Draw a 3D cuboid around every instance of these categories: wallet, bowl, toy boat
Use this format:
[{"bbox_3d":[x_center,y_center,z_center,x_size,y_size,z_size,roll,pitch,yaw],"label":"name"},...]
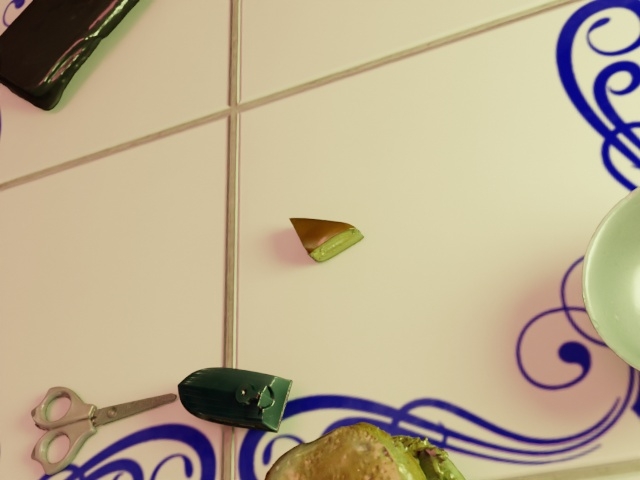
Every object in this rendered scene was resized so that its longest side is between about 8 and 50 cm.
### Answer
[{"bbox_3d":[-0.329,-0.363,1.317,0.197,0.051,0.378,31,81,39],"label":"wallet"},{"bbox_3d":[0.314,0.040,0.731,0.189,0.086,0.189,-12,61,23],"label":"bowl"},{"bbox_3d":[-0.092,0.156,0.906,0.141,0.060,0.055,1,65,36],"label":"toy boat"}]

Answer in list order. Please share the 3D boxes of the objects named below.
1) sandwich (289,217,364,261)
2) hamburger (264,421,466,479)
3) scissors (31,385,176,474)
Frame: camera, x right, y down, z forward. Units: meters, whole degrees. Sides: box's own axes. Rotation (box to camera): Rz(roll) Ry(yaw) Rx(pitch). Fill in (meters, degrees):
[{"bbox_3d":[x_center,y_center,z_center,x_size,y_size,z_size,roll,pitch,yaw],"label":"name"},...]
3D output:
[{"bbox_3d":[0.000,0.000,0.955,0.083,0.031,0.044,6,63,33],"label":"sandwich"},{"bbox_3d":[0.037,0.236,0.753,0.185,0.131,0.159,-30,63,19],"label":"hamburger"},{"bbox_3d":[-0.238,0.191,0.991,0.189,0.015,0.100,-17,59,17],"label":"scissors"}]
